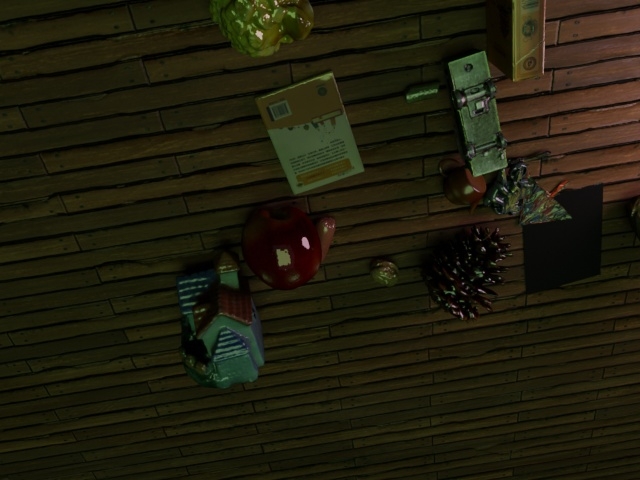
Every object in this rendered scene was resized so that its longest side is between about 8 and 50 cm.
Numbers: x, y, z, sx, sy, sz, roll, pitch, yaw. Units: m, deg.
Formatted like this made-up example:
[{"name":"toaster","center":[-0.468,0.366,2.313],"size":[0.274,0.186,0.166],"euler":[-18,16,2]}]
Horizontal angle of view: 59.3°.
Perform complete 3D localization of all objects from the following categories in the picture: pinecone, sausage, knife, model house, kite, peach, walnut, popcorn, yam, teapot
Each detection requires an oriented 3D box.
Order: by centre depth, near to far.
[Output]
[{"name":"popcorn","center":[-0.111,-0.522,1.181],"size":[0.251,0.206,0.237],"euler":[-30,107,-7]},{"name":"yam","center":[0.258,-0.373,1.415],"size":[0.094,0.043,0.043],"euler":[-9,125,2]},{"name":"peach","center":[-0.113,0.027,1.550],"size":[0.243,0.199,0.244],"euler":[11,118,22]},{"name":"teapot","center":[0.385,-0.149,1.553],"size":[0.116,0.116,0.173],"euler":[-35,94,17]},{"name":"knife","center":[0.529,-0.216,1.563],"size":[0.222,0.021,0.046],"euler":[-20,140,10]},{"name":"model house","center":[-0.300,0.200,1.592],"size":[0.251,0.295,0.330],"euler":[-7,128,-6]},{"name":"sausage","center":[0.000,0.000,1.629],"size":[0.062,0.062,0.154],"euler":[11,123,-13]},{"name":"pinecone","center":[0.434,0.086,1.638],"size":[0.246,0.246,0.292],"euler":[28,106,-23]},{"name":"kite","center":[0.652,-0.111,1.652],"size":[0.232,0.009,0.189],"euler":[33,116,-25]},{"name":"walnut","center":[0.196,0.099,1.709],"size":[0.096,0.079,0.082],"euler":[27,119,-22]}]

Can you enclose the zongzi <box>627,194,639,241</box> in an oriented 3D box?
[{"name":"zongzi","center":[1.180,-0.003,1.524],"size":[0.499,0.467,0.218],"euler":[-24,145,8]}]

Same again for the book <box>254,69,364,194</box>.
[{"name":"book","center":[-0.022,-0.272,1.465],"size":[0.207,0.020,0.296],"euler":[-18,124,6]}]

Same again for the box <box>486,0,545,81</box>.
[{"name":"box","center":[0.431,-0.518,1.254],"size":[0.076,0.174,0.274],"euler":[-12,124,3]}]

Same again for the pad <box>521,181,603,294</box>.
[{"name":"pad","center":[0.753,0.004,1.751],"size":[0.247,0.007,0.368],"euler":[-15,124,5]}]

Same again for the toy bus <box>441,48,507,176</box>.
[{"name":"toy bus","center":[0.385,-0.322,1.412],"size":[0.113,0.139,0.302],"euler":[-17,117,5]}]

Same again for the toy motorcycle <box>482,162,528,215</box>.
[{"name":"toy motorcycle","center":[0.521,-0.135,1.593],"size":[0.124,0.061,0.193],"euler":[-16,135,-3]}]
